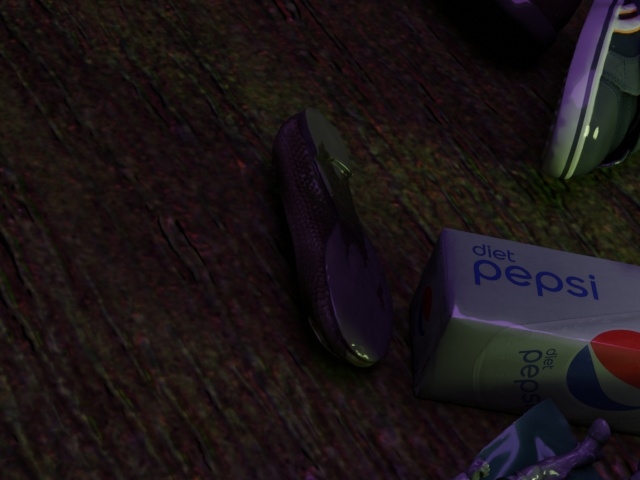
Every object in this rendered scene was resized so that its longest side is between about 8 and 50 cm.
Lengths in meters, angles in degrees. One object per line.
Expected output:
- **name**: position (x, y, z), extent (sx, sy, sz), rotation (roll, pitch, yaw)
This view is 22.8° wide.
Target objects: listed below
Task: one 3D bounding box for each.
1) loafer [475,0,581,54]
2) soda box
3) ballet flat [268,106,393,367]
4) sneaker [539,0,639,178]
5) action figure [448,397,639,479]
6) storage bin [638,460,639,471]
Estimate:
- **loafer**: position (0.151, -0.341, 1.568), extent (0.130, 0.134, 0.366), rotation (-37, 67, 4)
- **soda box**: position (0.215, 0.078, 1.192), extent (0.286, 0.091, 0.098), rotation (11, 42, -10)
- **ballet flat**: position (0.000, 0.000, 1.227), extent (0.084, 0.058, 0.250), rotation (34, 32, -43)
- **sneaker**: position (0.287, -0.152, 1.444), extent (0.127, 0.126, 0.321), rotation (20, 39, 8)
- **action figure**: position (0.116, 0.191, 1.059), extent (0.232, 0.063, 0.137), rotation (-21, 58, -33)
- **storage bin**: position (0.291, 0.175, 1.118), extent (0.098, 0.091, 0.135), rotation (0, 44, -21)
